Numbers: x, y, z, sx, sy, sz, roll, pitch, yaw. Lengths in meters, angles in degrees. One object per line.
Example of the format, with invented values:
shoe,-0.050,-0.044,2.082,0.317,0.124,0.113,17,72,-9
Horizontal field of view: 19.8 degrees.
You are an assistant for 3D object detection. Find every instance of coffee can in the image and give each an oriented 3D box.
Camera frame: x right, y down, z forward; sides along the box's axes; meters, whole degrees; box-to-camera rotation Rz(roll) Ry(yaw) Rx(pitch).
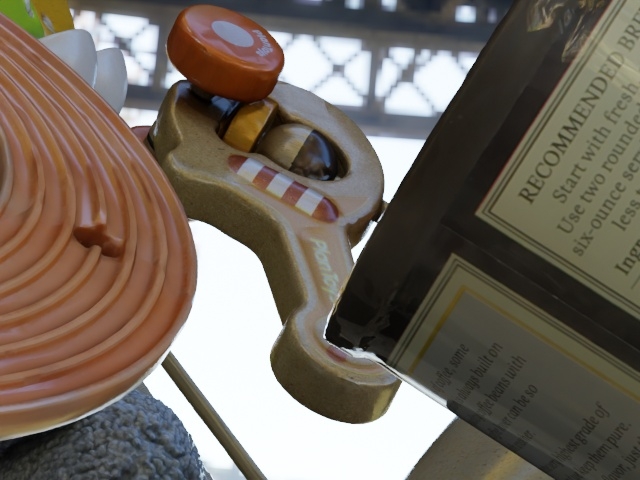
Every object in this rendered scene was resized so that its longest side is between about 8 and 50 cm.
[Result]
coffee can,0.169,0.022,0.582,0.275,0.201,0.201,33,-13,5

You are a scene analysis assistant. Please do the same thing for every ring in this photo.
ring,-0.187,-0.047,0.463,0.337,0.032,0.336,26,19,-10

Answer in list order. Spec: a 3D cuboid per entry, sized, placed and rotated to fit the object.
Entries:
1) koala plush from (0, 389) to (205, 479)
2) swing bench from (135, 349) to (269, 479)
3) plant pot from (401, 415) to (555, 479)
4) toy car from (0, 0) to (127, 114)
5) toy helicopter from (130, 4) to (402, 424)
koala plush,-0.129,0.148,0.866,0.196,0.203,0.221,44,-53,-5
swing bench,-0.180,0.204,1.402,0.165,0.253,0.254,-29,-14,-38
plant pot,0.128,0.153,0.809,0.256,0.256,0.274,-9,8,45
toy car,-0.183,-0.107,0.873,0.136,0.159,0.182,-25,-1,4
toy helicopter,0.000,0.000,1.236,0.235,0.355,0.140,16,-59,-24
